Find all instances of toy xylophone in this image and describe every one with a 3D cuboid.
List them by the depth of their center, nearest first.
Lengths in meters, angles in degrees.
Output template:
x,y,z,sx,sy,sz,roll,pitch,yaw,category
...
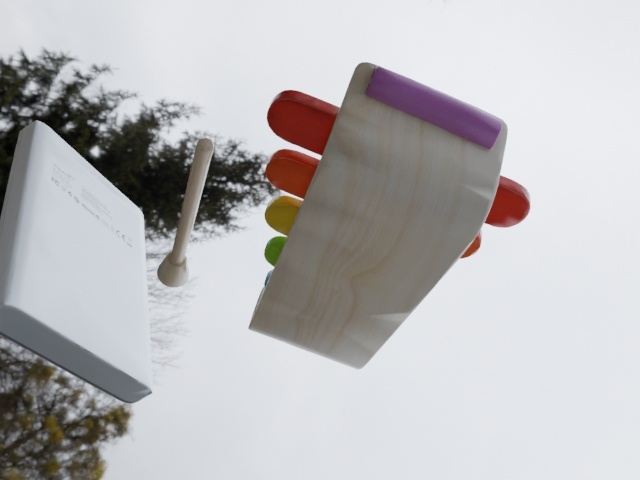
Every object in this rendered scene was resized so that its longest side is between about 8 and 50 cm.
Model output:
x,y,z,sx,sy,sz,roll,pitch,yaw,category
0.000,0.000,0.472,0.323,0.236,0.081,-51,-163,48,toy xylophone

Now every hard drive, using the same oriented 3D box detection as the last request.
x,y,z,sx,sy,sz,roll,pitch,yaw,category
-0.321,0.019,0.772,0.047,0.233,0.353,-30,-135,8,hard drive
